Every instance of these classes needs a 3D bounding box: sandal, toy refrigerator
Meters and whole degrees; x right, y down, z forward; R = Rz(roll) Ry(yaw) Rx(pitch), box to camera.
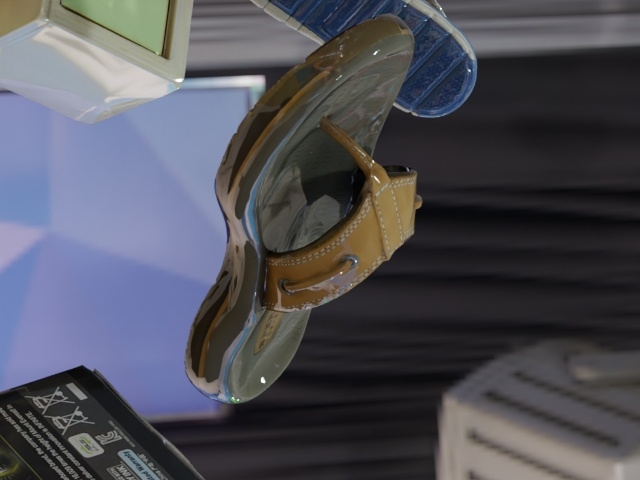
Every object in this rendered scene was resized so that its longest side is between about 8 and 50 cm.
[{"bbox_3d":[0.000,0.000,0.738,0.060,0.090,0.219,39,-41,17],"label":"sandal"},{"bbox_3d":[-0.125,-0.214,1.112,0.094,0.102,0.270,-16,-120,43],"label":"toy refrigerator"}]

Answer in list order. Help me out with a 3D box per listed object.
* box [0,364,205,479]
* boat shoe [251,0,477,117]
[{"bbox_3d":[-0.108,0.213,0.604,0.395,0.318,0.097,39,-47,40],"label":"box"},{"bbox_3d":[0.003,-0.136,1.001,0.183,0.066,0.066,46,13,-12],"label":"boat shoe"}]
